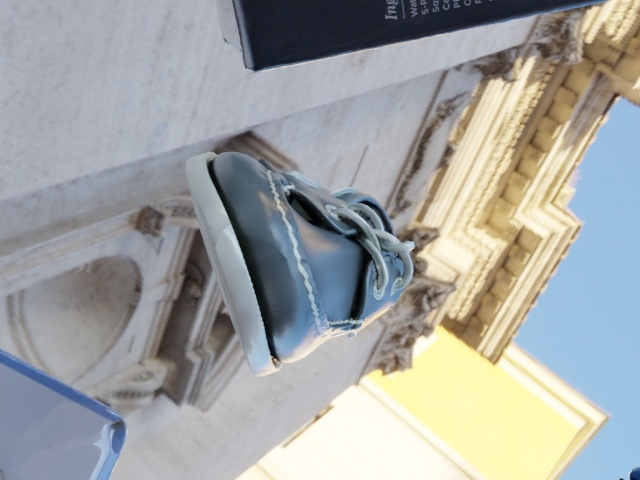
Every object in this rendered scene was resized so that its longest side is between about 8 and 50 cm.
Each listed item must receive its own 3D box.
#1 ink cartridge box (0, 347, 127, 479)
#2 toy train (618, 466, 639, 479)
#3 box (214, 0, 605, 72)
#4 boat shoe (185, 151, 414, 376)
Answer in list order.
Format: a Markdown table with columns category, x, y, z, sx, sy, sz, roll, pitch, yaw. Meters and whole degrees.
| category | x | y | z | sx | sy | sz | roll | pitch | yaw |
| --- | --- | --- | --- | --- | --- | --- | --- | --- | --- |
| ink cartridge box | -0.364 | 0.157 | 0.673 | 0.270 | 0.151 | 0.395 | 36 | -31 | -23 |
| toy train | 0.349 | 0.289 | 0.789 | 0.184 | 0.080 | 0.105 | 13 | -48 | 42 |
| box | 0.090 | -0.306 | 0.752 | 0.395 | 0.293 | 0.212 | -14 | -70 | -7 |
| boat shoe | 0.000 | 0.000 | 0.477 | 0.099 | 0.319 | 0.116 | -17 | -93 | 3 |
